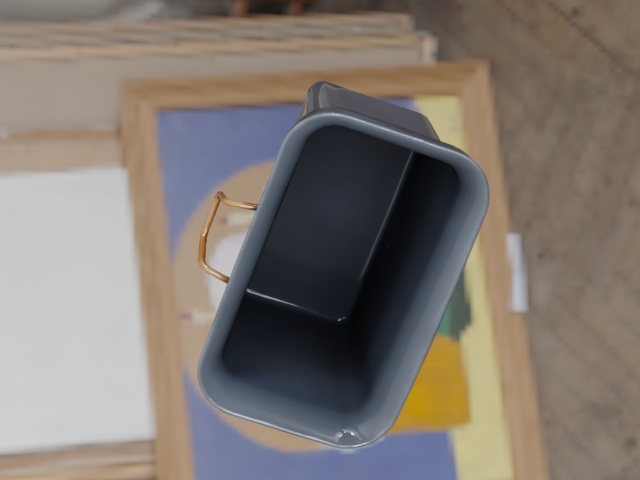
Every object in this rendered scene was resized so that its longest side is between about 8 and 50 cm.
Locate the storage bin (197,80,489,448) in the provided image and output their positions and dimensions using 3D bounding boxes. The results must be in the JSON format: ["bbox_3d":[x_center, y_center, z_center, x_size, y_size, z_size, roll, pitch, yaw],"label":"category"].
[{"bbox_3d":[0.000,0.000,0.794,0.091,0.098,0.135,-98,27,-68],"label":"storage bin"}]
